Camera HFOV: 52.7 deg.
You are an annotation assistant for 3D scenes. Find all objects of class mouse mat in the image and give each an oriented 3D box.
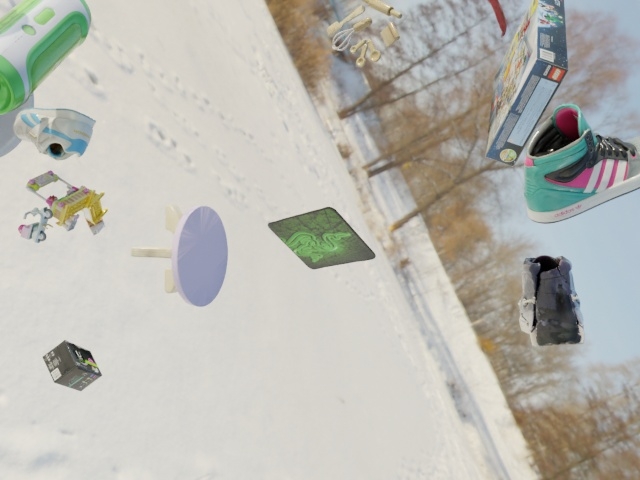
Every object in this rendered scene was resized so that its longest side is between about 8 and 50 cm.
[{"bbox_3d":[0.000,0.000,1.274,0.152,0.190,0.007,46,53,-28],"label":"mouse mat"}]

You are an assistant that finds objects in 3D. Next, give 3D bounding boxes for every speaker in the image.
[{"bbox_3d":[-0.520,-0.346,1.146,0.296,0.131,0.131,-76,146,-46],"label":"speaker"}]

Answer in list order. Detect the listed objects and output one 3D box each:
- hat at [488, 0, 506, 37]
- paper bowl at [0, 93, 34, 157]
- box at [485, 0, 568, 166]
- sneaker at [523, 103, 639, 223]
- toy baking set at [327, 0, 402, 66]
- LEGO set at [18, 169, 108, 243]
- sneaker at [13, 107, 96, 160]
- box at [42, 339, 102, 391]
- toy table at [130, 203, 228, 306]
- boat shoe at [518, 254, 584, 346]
[{"bbox_3d":[0.254,-0.468,0.981,0.183,0.173,0.208,51,17,24],"label":"hat"},{"bbox_3d":[-0.808,-0.323,1.452,0.284,0.148,0.284,-32,126,-58],"label":"paper bowl"},{"bbox_3d":[0.294,-0.238,0.924,0.159,0.044,0.233,107,2,-45],"label":"box"},{"bbox_3d":[0.488,-0.170,1.155,0.178,0.296,0.124,65,-4,-29],"label":"sneaker"},{"bbox_3d":[0.126,-0.638,1.944,0.256,0.196,0.030,44,17,31],"label":"toy baking set"},{"bbox_3d":[-0.549,-0.081,1.394,0.107,0.132,0.287,33,8,3],"label":"LEGO set"},{"bbox_3d":[-0.571,-0.220,1.352,0.087,0.229,0.092,26,72,-53],"label":"sneaker"},{"bbox_3d":[-0.449,0.228,1.173,0.062,0.052,0.083,51,-2,28],"label":"box"},{"bbox_3d":[-0.377,0.036,1.797,0.252,0.161,0.274,13,86,-49],"label":"toy table"},{"bbox_3d":[0.451,0.106,1.264,0.340,0.127,0.158,2,83,-77],"label":"boat shoe"}]
